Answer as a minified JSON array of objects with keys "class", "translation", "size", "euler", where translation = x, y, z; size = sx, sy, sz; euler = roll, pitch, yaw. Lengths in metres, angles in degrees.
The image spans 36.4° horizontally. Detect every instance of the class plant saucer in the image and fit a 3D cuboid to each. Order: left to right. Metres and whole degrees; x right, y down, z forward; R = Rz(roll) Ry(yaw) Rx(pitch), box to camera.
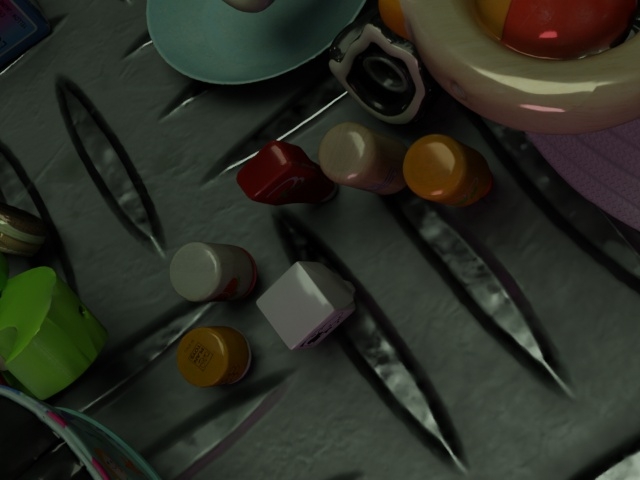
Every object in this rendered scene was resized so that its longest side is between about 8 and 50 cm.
[{"class":"plant saucer","translation":[-0.044,-0.197,0.774],"size":[0.194,0.037,0.195],"euler":[-8,62,16]}]

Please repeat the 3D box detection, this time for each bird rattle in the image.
[{"class":"bird rattle","translation":[0.150,-0.137,0.515],"size":[0.207,0.143,0.253],"euler":[-44,72,-7]}]

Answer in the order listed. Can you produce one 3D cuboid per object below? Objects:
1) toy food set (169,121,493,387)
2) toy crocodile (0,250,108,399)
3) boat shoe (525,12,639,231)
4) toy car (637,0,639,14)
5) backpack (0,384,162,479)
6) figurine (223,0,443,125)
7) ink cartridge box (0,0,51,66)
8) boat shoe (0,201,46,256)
[{"class":"toy food set","translation":[0.000,0.000,0.649],"size":[0.232,0.104,0.111],"euler":[-44,71,16]},{"class":"toy crocodile","translation":[-0.298,0.072,0.673],"size":[0.340,0.115,0.105],"euler":[-5,39,19]},{"class":"boat shoe","translation":[0.241,-0.061,0.575],"size":[0.119,0.121,0.335],"euler":[-38,63,-18]},{"class":"toy car","translation":[0.235,-0.230,0.631],"size":[0.159,0.136,0.182],"euler":[15,72,26]},{"class":"backpack","translation":[-0.188,0.215,0.536],"size":[0.225,0.191,0.253],"euler":[38,89,28]},{"class":"figurine","translation":[0.045,-0.220,0.692],"size":[0.215,0.092,0.209],"euler":[38,66,6]},{"class":"ink cartridge box","translation":[-0.475,-0.192,0.867],"size":[0.395,0.151,0.270],"euler":[-35,59,3]},{"class":"boat shoe","translation":[-0.290,-0.006,0.762],"size":[0.190,0.068,0.072],"euler":[17,84,36]}]
